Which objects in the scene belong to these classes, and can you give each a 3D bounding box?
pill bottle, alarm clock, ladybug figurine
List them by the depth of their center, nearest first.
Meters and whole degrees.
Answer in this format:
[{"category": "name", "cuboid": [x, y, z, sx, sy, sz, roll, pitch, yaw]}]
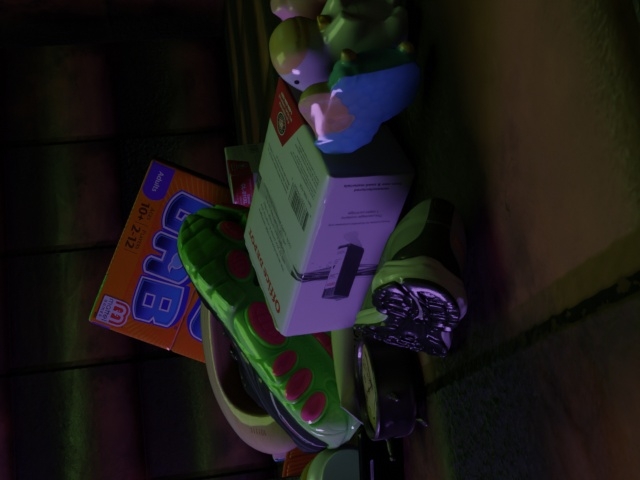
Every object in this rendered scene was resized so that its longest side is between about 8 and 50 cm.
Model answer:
[{"category": "alarm clock", "cuboid": [0.079, 0.170, 1.014, 0.192, 0.064, 0.129, -112, 18, -53]}, {"category": "pill bottle", "cuboid": [0.032, 0.385, 1.263, 0.208, 0.118, 0.117, 110, 153, -68]}, {"category": "ladybug figurine", "cuboid": [-0.089, 0.179, 1.547, 0.305, 0.162, 0.449, 1, 97, 38]}]

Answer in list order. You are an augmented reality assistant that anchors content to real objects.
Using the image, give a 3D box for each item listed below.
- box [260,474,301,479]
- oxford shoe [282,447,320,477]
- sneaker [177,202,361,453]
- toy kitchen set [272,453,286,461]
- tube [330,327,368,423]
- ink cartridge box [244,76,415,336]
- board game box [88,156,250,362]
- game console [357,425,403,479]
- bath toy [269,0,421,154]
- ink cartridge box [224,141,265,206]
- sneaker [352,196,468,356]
[{"category": "box", "cuboid": [-0.026, 0.467, 1.391, 0.036, 0.207, 0.114, -154, 60, -79]}, {"category": "oxford shoe", "cuboid": [-0.001, 0.562, 1.572, 0.132, 0.130, 0.363, 84, 176, -56]}, {"category": "sneaker", "cuboid": [-0.102, 0.134, 1.278, 0.483, 0.185, 0.202, 59, 149, 31]}, {"category": "toy kitchen set", "cuboid": [-0.036, 0.543, 1.761, 0.207, 0.122, 0.166, -115, 21, -65]}, {"category": "tube", "cuboid": [0.044, 0.141, 1.130, 0.062, 0.070, 0.240, 123, 153, -48]}, {"category": "ink cartridge box", "cuboid": [-0.002, -0.040, 1.018, 0.273, 0.114, 0.197, 108, 149, -41]}, {"category": "board game box", "cuboid": [-0.270, 0.043, 1.800, 0.356, 0.356, 0.356, -145, 77, -78]}, {"category": "game console", "cuboid": [0.076, 0.287, 1.095, 0.071, 0.107, 0.122, 14, 113, 50]}, {"category": "bath toy", "cuboid": [0.011, -0.264, 0.914, 0.129, 0.151, 0.348, 94, 169, -53]}, {"category": "ink cartridge box", "cuboid": [-0.084, -0.129, 1.490, 0.127, 0.175, 0.072, -110, 15, -59]}, {"category": "sneaker", "cuboid": [0.097, 0.046, 0.794, 0.271, 0.100, 0.108, 101, -174, -70]}]
